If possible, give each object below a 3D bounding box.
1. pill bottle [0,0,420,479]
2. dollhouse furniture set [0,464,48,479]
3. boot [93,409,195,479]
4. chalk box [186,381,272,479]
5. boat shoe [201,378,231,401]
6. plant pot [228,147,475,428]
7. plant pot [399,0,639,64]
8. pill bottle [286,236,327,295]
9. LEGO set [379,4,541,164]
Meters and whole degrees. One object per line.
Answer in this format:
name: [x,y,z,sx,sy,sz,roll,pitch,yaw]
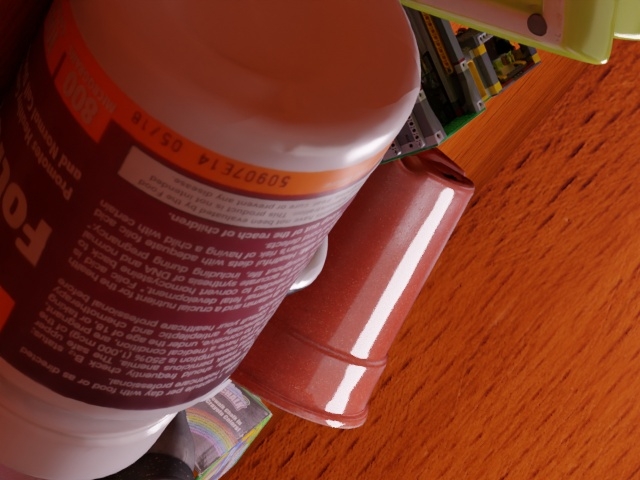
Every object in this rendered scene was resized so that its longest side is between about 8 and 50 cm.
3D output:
pill bottle: [-0.117,-0.023,1.248,0.224,0.224,0.392,-38,167,-47]
dollhouse furniture set: [-0.302,0.208,1.725,0.259,0.135,0.262,-37,-178,-28]
boot: [-0.253,0.228,1.942,0.338,0.118,0.222,-24,-137,22]
chalk box: [-0.167,0.253,2.574,0.213,0.132,0.132,-36,166,-47]
boat shoe: [-0.085,0.086,2.340,0.301,0.108,0.102,-40,173,2]
plant pot: [0.000,0.000,1.895,0.265,0.272,0.272,-58,169,12]
plant pot: [0.176,-0.264,1.404,0.207,0.227,0.228,-30,133,-43]
pill bottle: [-0.123,0.016,1.551,0.246,0.130,0.130,-24,-173,36]
LEGO set: [0.034,-0.180,1.627,0.255,0.192,0.331,-14,-166,43]
